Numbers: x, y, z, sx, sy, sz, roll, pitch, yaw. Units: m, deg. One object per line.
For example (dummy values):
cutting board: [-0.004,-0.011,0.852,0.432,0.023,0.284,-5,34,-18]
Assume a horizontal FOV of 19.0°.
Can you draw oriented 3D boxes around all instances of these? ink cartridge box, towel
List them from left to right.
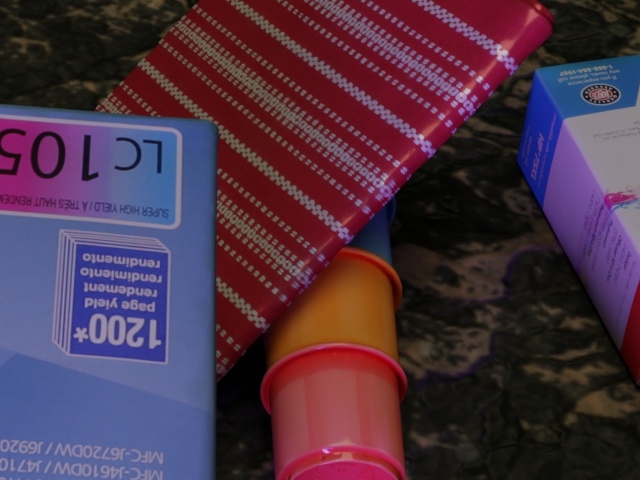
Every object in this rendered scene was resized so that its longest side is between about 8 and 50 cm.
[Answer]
ink cartridge box: [-0.178,0.134,0.768,0.270,0.151,0.395,3,54,-8]
towel: [-0.027,-0.060,1.008,0.275,0.031,0.199,-46,48,-5]
ink cartridge box: [0.214,-0.003,1.062,0.134,0.078,0.231,-9,48,-15]

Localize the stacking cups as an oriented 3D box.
stacking cups: [0.000,0.000,1.015,0.096,0.096,0.316,1,45,-7]
